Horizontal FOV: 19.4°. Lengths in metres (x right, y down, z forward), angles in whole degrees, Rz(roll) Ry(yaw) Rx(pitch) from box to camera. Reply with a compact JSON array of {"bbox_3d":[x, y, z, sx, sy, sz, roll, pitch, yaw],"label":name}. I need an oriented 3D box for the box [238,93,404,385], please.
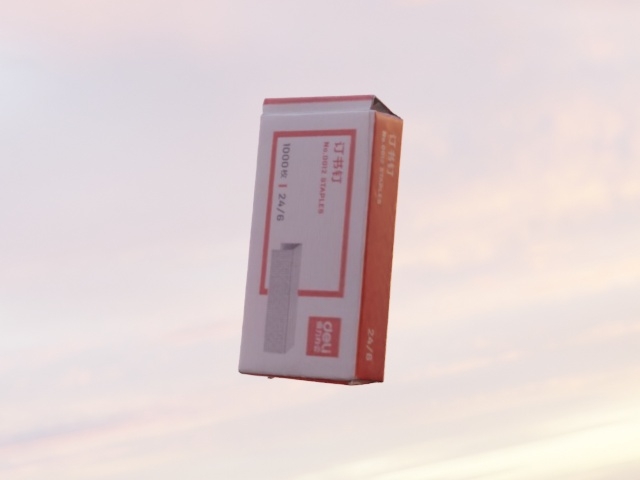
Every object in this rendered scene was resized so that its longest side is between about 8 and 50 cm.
[{"bbox_3d":[0.000,0.000,1.509,0.123,0.229,0.050,2,-6,36],"label":"box"}]
